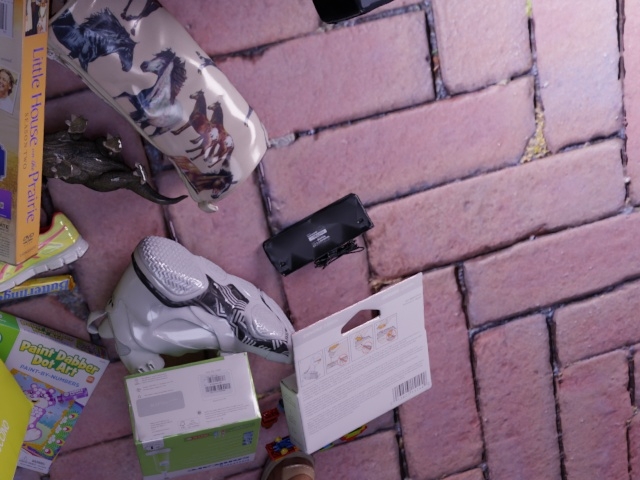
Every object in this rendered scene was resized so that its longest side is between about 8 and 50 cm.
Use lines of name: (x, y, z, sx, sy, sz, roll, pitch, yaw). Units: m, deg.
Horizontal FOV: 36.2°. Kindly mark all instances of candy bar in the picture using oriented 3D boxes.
candy bar: (-0.487, 0.080, 1.623, 0.161, 0.018, 0.040, -8, 144, -13)

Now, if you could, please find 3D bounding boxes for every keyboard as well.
keyboard: (0.000, 0.000, 1.732, 0.192, 0.038, 0.100, -28, 97, 0)

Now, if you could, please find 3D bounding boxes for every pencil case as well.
pencil case: (-0.247, -0.228, 1.464, 0.183, 0.160, 0.410, -47, 120, -8)

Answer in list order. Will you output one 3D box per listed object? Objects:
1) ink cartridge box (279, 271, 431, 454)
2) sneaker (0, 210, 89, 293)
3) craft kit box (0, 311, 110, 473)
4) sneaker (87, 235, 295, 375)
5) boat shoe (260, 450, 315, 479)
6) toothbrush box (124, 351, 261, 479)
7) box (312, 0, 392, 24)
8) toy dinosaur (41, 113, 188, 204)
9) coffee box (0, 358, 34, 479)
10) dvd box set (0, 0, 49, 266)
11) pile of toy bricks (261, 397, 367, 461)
ink cartridge box: (0.064, 0.212, 1.772, 0.296, 0.066, 0.261, -23, 120, -29)
sneaker: (-0.486, 0.017, 1.571, 0.208, 0.081, 0.094, -25, 112, -10)
craft kit box: (-0.527, 0.256, 1.667, 0.250, 0.061, 0.246, 24, 99, -28)
sneaker: (-0.215, 0.154, 1.684, 0.366, 0.137, 0.210, 34, 109, -31)
boat shoe: (-0.091, 0.558, 1.919, 0.123, 0.116, 0.324, 8, 117, -19)
toothbrush box: (-0.219, 0.311, 1.682, 0.206, 0.122, 0.283, -10, 154, -11)
box: (0.144, -0.597, 1.262, 0.472, 0.297, 0.480, -25, 103, -5)
toy dinosaur: (-0.359, -0.121, 1.513, 0.313, 0.160, 0.121, 3, 87, -30)
coffee box: (-0.662, 0.261, 1.414, 0.334, 0.337, 0.338, -29, 108, 0)
dvd box set: (-0.528, -0.200, 1.364, 0.307, 0.062, 0.420, 16, 114, 16)
pile of toy bricks: (-0.022, 0.359, 1.868, 0.212, 0.118, 0.105, -17, 149, -25)
